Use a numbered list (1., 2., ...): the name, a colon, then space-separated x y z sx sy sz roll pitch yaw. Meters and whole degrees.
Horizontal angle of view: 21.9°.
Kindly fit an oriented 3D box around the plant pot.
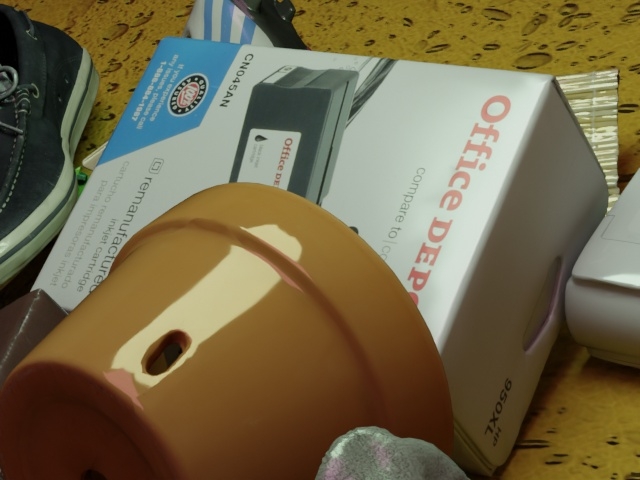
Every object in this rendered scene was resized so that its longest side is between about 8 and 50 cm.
1. plant pot: -0.084 0.128 1.138 0.290 0.291 0.203 14 30 38

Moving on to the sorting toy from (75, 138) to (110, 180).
1. sorting toy: -0.222 -0.082 1.715 0.083 0.012 0.062 -40 39 -22

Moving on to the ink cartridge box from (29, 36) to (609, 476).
1. ink cartridge box: 0.000 0.000 1.374 0.394 0.166 0.285 9 64 32

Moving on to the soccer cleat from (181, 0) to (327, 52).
1. soccer cleat: -0.052 -0.153 1.750 0.143 0.116 0.331 -54 45 25

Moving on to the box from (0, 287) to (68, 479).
1. box: -0.245 0.183 1.262 0.168 0.167 0.203 -28 27 31

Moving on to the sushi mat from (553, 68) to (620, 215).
1. sushi mat: 0.124 -0.075 1.548 0.316 0.019 0.151 -4 78 19

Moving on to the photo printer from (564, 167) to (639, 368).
1. photo printer: 0.383 0.014 1.303 0.307 0.107 0.256 10 44 34

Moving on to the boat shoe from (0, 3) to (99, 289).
1. boat shoe: -0.341 -0.092 1.693 0.186 0.156 0.500 -36 26 22

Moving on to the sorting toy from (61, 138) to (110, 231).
1. sorting toy: -0.140 -0.018 1.642 0.196 0.047 0.347 -35 37 -15

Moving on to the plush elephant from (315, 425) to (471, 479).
1. plush elephant: 0.005 0.267 0.944 0.330 0.255 0.272 -12 33 35
